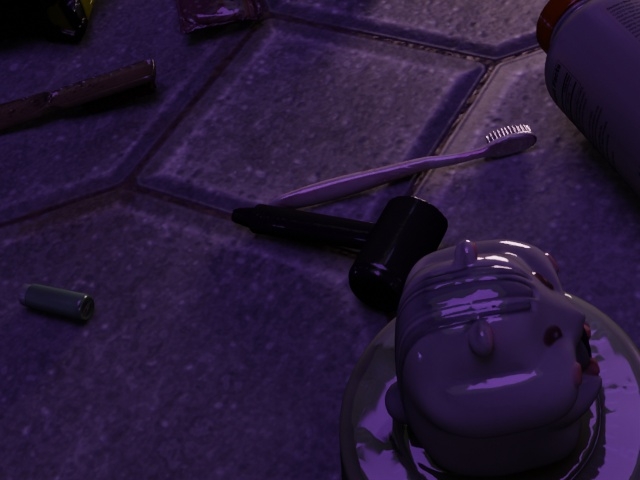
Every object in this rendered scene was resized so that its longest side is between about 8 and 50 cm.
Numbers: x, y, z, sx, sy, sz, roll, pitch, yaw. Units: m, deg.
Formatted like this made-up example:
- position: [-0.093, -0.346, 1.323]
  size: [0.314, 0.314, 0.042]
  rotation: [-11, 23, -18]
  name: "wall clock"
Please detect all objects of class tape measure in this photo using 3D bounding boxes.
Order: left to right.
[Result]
- position: [-0.392, -0.357, 1.622]
  size: [0.199, 0.112, 0.186]
  rotation: [2, 57, 9]
  name: "tape measure"

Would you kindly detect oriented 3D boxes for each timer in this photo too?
- position: [0.135, 0.119, 0.910]
  size: [0.291, 0.315, 0.291]
  rotation: [-6, 55, 9]
  name: "timer"

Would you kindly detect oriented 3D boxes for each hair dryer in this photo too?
- position: [0.001, -0.001, 1.241]
  size: [0.248, 0.070, 0.114]
  rotation: [10, 52, 27]
  name: "hair dryer"

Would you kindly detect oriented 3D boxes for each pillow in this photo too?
- position: [-0.149, -0.341, 1.592]
  size: [0.118, 0.043, 0.185]
  rotation: [-12, 50, -5]
  name: "pillow"

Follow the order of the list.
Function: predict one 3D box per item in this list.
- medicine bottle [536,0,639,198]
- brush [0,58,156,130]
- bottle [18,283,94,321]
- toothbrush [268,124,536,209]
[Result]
- position: [0.338, -0.159, 1.231]
  size: [0.157, 0.157, 0.288]
  rotation: [-23, 48, -7]
  name: "medicine bottle"
- position: [-0.321, -0.174, 1.494]
  size: [0.248, 0.036, 0.043]
  rotation: [-16, 43, 9]
  name: "brush"
- position: [-0.286, 0.066, 1.273]
  size: [0.083, 0.030, 0.030]
  rotation: [10, 53, 23]
  name: "bottle"
- position: [0.090, -0.080, 1.312]
  size: [0.307, 0.025, 0.029]
  rotation: [-15, 39, 0]
  name: "toothbrush"
